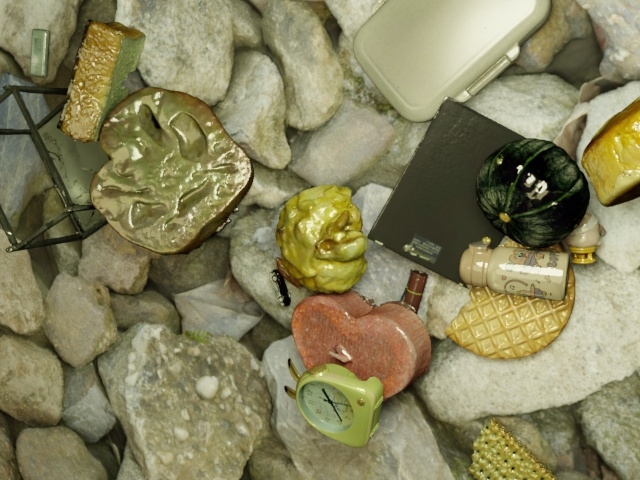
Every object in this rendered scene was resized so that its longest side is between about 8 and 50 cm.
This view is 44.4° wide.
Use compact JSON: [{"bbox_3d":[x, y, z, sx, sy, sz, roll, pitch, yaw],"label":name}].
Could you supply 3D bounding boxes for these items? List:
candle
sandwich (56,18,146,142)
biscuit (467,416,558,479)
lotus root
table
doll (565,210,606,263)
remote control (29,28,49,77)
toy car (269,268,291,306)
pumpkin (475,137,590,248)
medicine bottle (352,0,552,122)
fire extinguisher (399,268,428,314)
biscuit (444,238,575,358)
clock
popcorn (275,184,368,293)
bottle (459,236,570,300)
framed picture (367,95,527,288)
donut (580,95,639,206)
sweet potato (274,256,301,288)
[{"bbox_3d":[0.071,0.258,1.737,0.317,0.131,0.287,21,114,27],"label":"candle"},{"bbox_3d":[-0.513,-0.380,1.858,0.095,0.249,0.273,21,106,-4],"label":"sandwich"},{"bbox_3d":[0.406,0.499,1.698,0.203,0.016,0.144,42,111,12],"label":"biscuit"},{"bbox_3d":[-0.343,-0.159,1.834,0.375,0.111,0.390,-1,85,-2],"label":"lotus root"},{"bbox_3d":[-0.673,-0.181,1.935,0.222,0.272,0.335,-30,85,23],"label":"table"},{"bbox_3d":[0.526,-0.021,1.554,0.084,0.073,0.127,-7,100,-9],"label":"doll"},{"bbox_3d":[-0.739,-0.492,2.061,0.053,0.018,0.124,11,102,21],"label":"remote control"},{"bbox_3d":[-0.095,0.113,1.850,0.025,0.041,0.093,-18,88,28],"label":"toy car"},{"bbox_3d":[0.401,-0.088,1.492,0.162,0.220,0.220,-38,79,-17],"label":"pumpkin"},{"bbox_3d":[0.259,-0.429,1.577,0.375,0.123,0.282,-41,81,23],"label":"medicine bottle"},{"bbox_3d":[0.201,0.132,1.725,0.056,0.039,0.132,22,105,27],"label":"fire extinguisher"},{"bbox_3d":[0.413,0.129,1.630,0.204,0.040,0.309,36,109,13],"label":"biscuit"},{"bbox_3d":[0.017,0.337,1.694,0.232,0.069,0.170,20,124,21],"label":"clock"},{"bbox_3d":[0.000,0.000,1.686,0.266,0.192,0.233,-14,81,63],"label":"popcorn"},{"bbox_3d":[0.382,0.054,1.556,0.209,0.097,0.110,7,108,20],"label":"bottle"},{"bbox_3d":[0.285,-0.091,1.618,0.255,0.014,0.338,26,108,-7],"label":"framed picture"},{"bbox_3d":[0.601,-0.190,1.365,0.330,0.330,0.160,-31,78,24],"label":"donut"},{"bbox_3d":[-0.075,0.076,1.841,0.034,0.034,0.095,-37,89,23],"label":"sweet potato"}]
